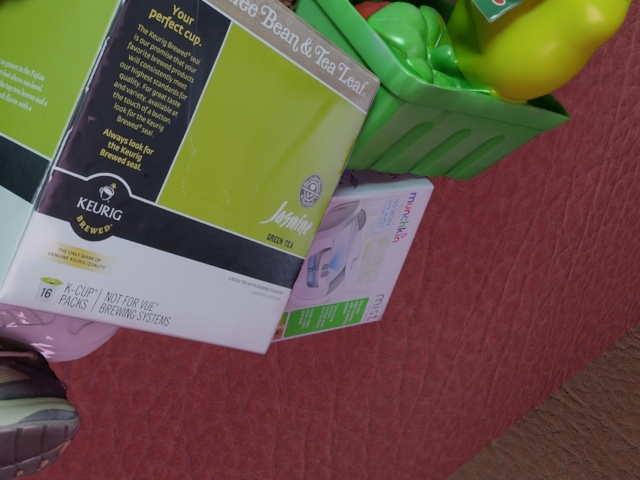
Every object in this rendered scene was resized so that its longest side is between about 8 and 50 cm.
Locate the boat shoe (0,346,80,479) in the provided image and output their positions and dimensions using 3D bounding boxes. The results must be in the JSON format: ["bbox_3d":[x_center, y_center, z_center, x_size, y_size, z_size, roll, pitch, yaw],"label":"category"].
[{"bbox_3d":[-0.408,0.158,0.737,0.355,0.130,0.132,13,126,-45],"label":"boat shoe"}]

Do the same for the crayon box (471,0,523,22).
[{"bbox_3d":[0.250,-0.391,0.795,0.318,0.202,0.081,-34,159,3],"label":"crayon box"}]

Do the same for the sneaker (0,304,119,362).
[{"bbox_3d":[-0.328,0.047,0.860,0.305,0.114,0.152,16,111,-51],"label":"sneaker"}]

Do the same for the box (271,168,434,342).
[{"bbox_3d":[0.000,0.000,1.108,0.231,0.127,0.262,-7,133,-29],"label":"box"}]

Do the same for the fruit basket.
[{"bbox_3d":[0.180,-0.250,0.960,0.391,0.283,0.392,-25,151,-15],"label":"fruit basket"}]

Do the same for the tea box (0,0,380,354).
[{"bbox_3d":[-0.160,-0.095,0.760,0.329,0.219,0.324,23,91,-52],"label":"tea box"}]
